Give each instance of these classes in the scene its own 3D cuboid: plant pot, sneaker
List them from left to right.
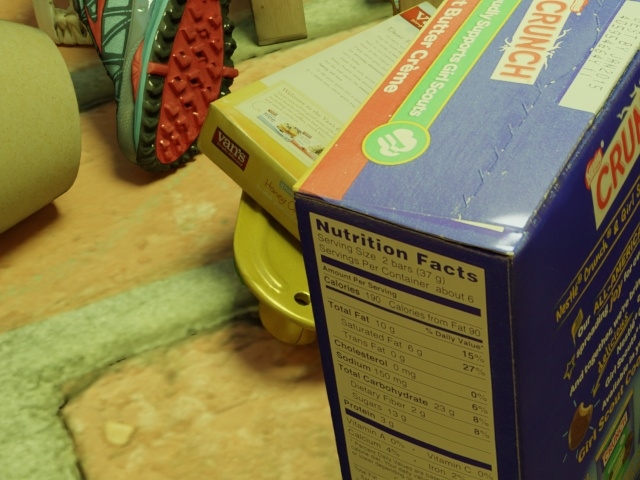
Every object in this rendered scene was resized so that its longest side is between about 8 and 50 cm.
[{"bbox_3d":[-0.320,-0.069,1.084,0.274,0.256,0.256,-13,38,-31],"label":"plant pot"},{"bbox_3d":[-0.137,-0.181,1.203,0.125,0.104,0.261,-1,82,35],"label":"sneaker"}]

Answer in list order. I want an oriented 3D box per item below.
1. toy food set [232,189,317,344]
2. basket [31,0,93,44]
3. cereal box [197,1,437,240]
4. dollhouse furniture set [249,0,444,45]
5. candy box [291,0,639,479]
[{"bbox_3d":[0.000,0.000,1.064,0.128,0.071,0.218,17,44,-7],"label":"toy food set"},{"bbox_3d":[-0.174,-0.256,1.340,0.103,0.113,0.167,10,45,17],"label":"basket"},{"bbox_3d":[0.057,-0.069,1.067,0.173,0.047,0.240,42,46,19],"label":"cereal box"},{"bbox_3d":[0.050,-0.277,1.288,0.242,0.161,0.212,-11,41,-2],"label":"dollhouse furniture set"},{"bbox_3d":[0.114,0.026,0.816,0.122,0.317,0.268,17,47,26],"label":"candy box"}]
